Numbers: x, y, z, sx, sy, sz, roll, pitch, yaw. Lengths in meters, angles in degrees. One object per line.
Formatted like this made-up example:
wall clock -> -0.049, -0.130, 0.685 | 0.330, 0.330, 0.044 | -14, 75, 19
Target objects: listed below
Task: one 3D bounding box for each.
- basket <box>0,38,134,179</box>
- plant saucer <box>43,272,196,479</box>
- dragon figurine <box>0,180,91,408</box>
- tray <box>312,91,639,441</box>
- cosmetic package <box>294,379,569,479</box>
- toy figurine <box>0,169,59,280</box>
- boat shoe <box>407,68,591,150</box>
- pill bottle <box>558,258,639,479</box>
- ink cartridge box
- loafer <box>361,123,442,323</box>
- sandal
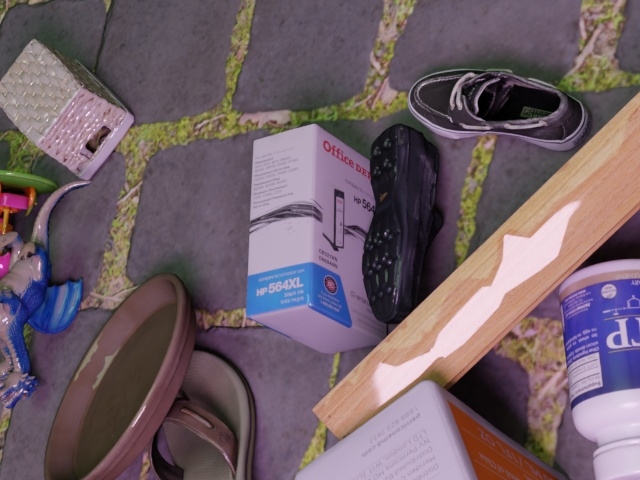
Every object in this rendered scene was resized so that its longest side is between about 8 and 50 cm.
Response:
basket -> -0.347, -0.178, 1.743 | 0.113, 0.103, 0.167 | -52, 49, 6
plant saucer -> -0.223, 0.165, 1.480 | 0.278, 0.041, 0.278 | -44, 27, 29
dragon figurine -> -0.362, 0.066, 1.654 | 0.085, 0.144, 0.289 | 9, 61, 34
tray -> 0.180, 0.024, 1.192 | 0.411, 0.203, 0.076 | -44, 83, 13
cosmetic package -> 0.149, 0.353, 0.999 | 0.161, 0.230, 0.453 | -38, 40, 18
toy figurine -> -0.429, -0.001, 1.737 | 0.173, 0.130, 0.159 | -9, 73, 58
boat shoe -> 0.173, -0.147, 1.358 | 0.219, 0.070, 0.078 | 13, 79, 40
pill bottle -> 0.272, 0.121, 1.140 | 0.112, 0.112, 0.187 | -18, 62, 30
ink cartridge box -> 0.000, 0.000, 1.374 | 0.085, 0.148, 0.203 | -13, 64, 33
loafer -> 0.092, -0.016, 1.355 | 0.076, 0.078, 0.223 | -32, 46, 50
sandal -> -0.133, 0.227, 1.398 | 0.120, 0.086, 0.303 | -36, 38, 19
